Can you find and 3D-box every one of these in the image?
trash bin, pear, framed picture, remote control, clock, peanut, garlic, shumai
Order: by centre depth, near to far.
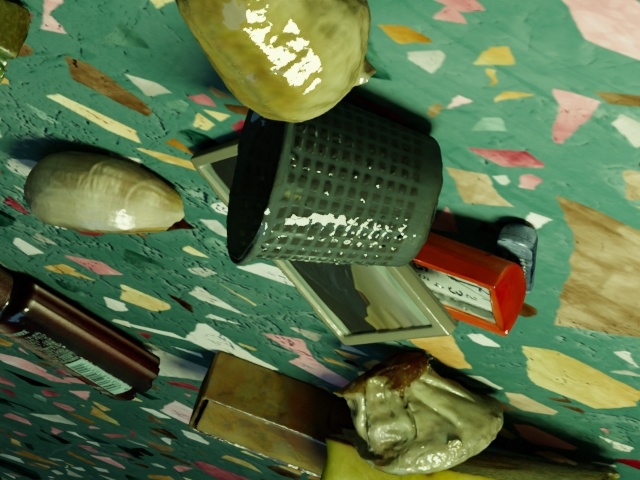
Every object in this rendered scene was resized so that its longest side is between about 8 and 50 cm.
[{"bbox_3d":[-0.033,-0.172,1.337,0.129,0.129,0.224,7,157,31],"label":"peanut"},{"bbox_3d":[0.015,-0.047,1.581,0.161,0.175,0.175,14,162,-15],"label":"trash bin"},{"bbox_3d":[0.193,0.017,1.777,0.043,0.027,0.152,13,161,7],"label":"remote control"},{"bbox_3d":[0.124,0.029,1.781,0.155,0.061,0.113,22,158,22],"label":"clock"},{"bbox_3d":[-0.001,0.001,1.785,0.265,0.018,0.192,50,152,-16],"label":"framed picture"},{"bbox_3d":[-0.252,-0.049,1.939,0.195,0.087,0.101,5,169,29],"label":"garlic"},{"bbox_3d":[0.120,0.195,2.206,0.201,0.201,0.120,5,116,35],"label":"shumai"},{"bbox_3d":[0.183,0.365,2.328,0.386,0.191,0.340,7,179,14],"label":"pear"}]

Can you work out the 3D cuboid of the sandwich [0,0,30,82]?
[{"bbox_3d":[-0.364,-0.198,1.628,0.185,0.109,0.160,28,179,-28],"label":"sandwich"}]

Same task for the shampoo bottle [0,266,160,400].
[{"bbox_3d":[-0.374,0.120,2.508,0.129,0.084,0.323,-5,148,46],"label":"shampoo bottle"}]

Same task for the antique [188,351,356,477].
[{"bbox_3d":[-0.020,0.260,2.510,0.310,0.087,0.093,22,142,-5],"label":"antique"}]

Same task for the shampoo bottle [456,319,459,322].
[{"bbox_3d":[0.042,0.030,1.915,0.233,0.049,0.087,25,158,-16],"label":"shampoo bottle"}]
